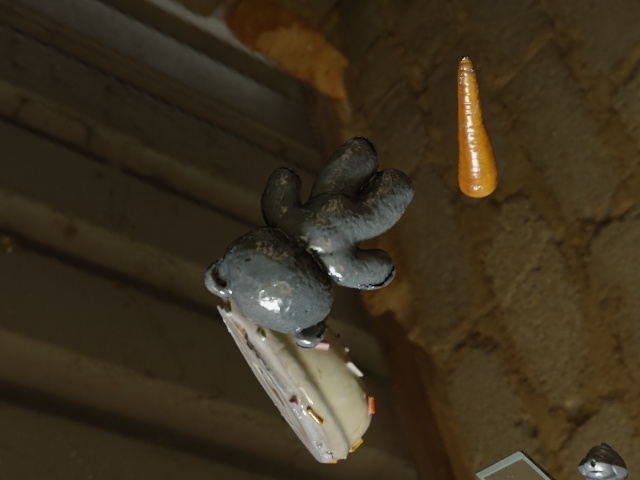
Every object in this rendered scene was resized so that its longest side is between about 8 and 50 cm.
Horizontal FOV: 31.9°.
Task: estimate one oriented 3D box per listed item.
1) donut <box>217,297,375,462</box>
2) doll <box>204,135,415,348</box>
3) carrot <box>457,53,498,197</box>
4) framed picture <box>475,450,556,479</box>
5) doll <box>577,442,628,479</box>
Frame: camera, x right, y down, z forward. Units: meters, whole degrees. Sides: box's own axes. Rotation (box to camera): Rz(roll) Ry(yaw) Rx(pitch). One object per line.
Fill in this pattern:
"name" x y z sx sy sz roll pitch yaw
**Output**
"donut" -0.039 0.215 1.980 0.382 0.142 0.382 55 169 16
"doll" -0.003 0.004 1.709 0.246 0.158 0.340 38 -114 2
"carrot" 0.229 -0.160 1.653 0.061 0.061 0.256 -90 -8 -49
"framed picture" 0.439 0.517 2.231 0.232 0.296 0.019 43 -111 6
"doll" 0.486 0.395 1.892 0.180 0.079 0.094 43 -131 -51
